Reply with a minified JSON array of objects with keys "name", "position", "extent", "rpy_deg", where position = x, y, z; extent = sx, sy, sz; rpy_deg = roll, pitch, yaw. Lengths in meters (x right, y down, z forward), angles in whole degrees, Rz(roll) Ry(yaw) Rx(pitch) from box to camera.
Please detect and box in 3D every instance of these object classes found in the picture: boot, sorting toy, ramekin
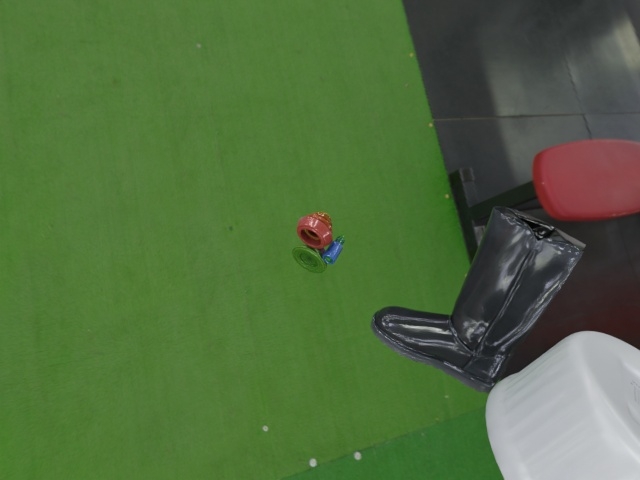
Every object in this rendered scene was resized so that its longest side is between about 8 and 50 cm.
[{"name":"boot","position":[0.355,0.119,1.104],"extent":[0.366,0.446,0.146],"rpy_deg":[23,33,11]},{"name":"sorting toy","position":[0.000,0.000,0.578],"extent":[0.061,0.102,0.042],"rpy_deg":[27,56,11]},{"name":"ramekin","position":[0.342,0.235,0.503],"extent":[0.277,0.135,0.277],"rpy_deg":[23,31,-15]}]
